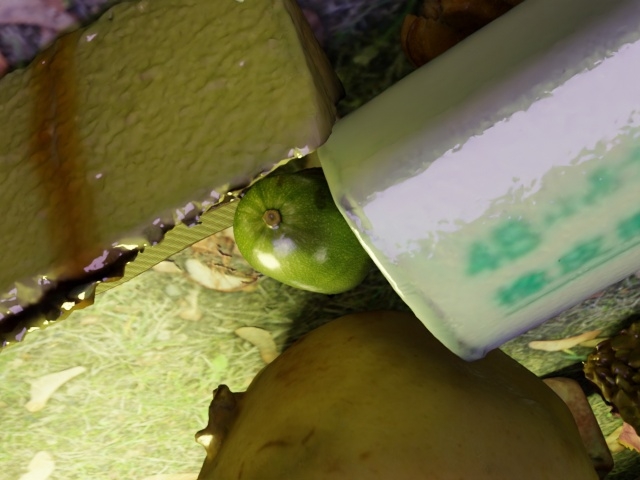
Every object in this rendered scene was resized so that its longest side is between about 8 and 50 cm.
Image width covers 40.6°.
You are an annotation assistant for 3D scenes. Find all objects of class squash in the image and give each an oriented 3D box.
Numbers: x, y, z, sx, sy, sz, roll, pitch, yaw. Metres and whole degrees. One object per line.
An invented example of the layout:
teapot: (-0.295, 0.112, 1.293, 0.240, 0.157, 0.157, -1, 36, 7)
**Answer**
squash: (0.000, 0.000, 0.541, 0.066, 0.066, 0.252, -19, 172, 6)

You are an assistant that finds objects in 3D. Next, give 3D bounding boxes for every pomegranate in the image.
pomegranate: (0.044, 0.214, 0.652, 0.333, 0.332, 0.332, -8, 140, -7)

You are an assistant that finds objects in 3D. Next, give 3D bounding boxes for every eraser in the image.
eraser: (0.161, -0.060, 0.468, 0.290, 0.104, 0.189, -31, 131, 15)

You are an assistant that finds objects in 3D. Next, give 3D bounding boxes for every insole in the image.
insole: (-0.107, 0.005, 0.580, 0.253, 0.005, 0.086, -24, 168, 9)

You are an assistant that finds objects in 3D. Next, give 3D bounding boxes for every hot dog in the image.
hot dog: (0.123, -0.107, 0.515, 0.165, 0.045, 0.071, 17, 128, -33)

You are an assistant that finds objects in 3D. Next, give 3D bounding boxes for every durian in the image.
durian: (0.368, 0.160, 0.862, 0.260, 0.154, 0.186, 27, 101, -48)

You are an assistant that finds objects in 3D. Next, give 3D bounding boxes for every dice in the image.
dice: (0.234, 0.198, 0.872, 0.093, 0.091, 0.094, -24, 141, 12)

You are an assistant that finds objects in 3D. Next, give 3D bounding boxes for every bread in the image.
bread: (-0.115, -0.041, 0.470, 0.266, 0.141, 0.178, -25, 180, 11)

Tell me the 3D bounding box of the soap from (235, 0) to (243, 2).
soap: (-0.048, -0.274, 0.179, 0.261, 0.156, 0.446, -13, 140, -2)
